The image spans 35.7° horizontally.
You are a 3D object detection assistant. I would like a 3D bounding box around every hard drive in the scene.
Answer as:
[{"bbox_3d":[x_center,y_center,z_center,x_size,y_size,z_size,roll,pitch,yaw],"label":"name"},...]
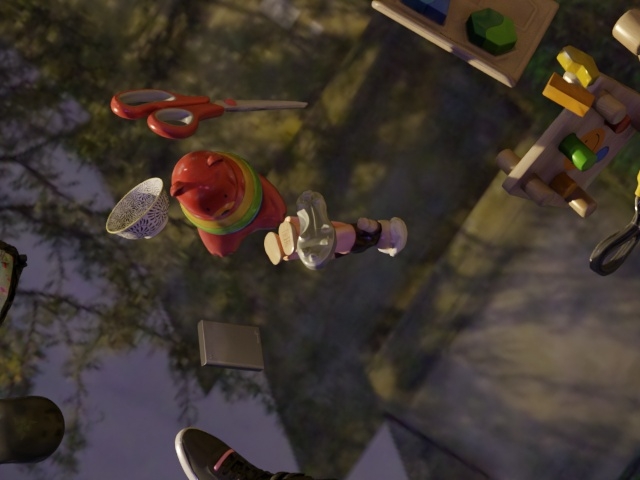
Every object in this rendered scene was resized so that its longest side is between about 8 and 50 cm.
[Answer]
[{"bbox_3d":[-0.180,0.214,2.002,0.135,0.022,0.094,11,-124,-34],"label":"hard drive"}]

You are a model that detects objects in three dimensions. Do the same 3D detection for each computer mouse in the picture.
[{"bbox_3d":[-0.580,0.346,1.733,0.072,0.272,0.188,40,-143,-68],"label":"computer mouse"}]

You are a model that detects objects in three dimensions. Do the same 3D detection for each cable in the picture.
[{"bbox_3d":[0.636,-0.054,1.968,0.139,0.287,0.072,21,-162,-37],"label":"cable"}]

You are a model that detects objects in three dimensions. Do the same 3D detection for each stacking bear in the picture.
[{"bbox_3d":[-0.185,-0.086,1.787,0.164,0.175,0.289,60,-177,10],"label":"stacking bear"}]

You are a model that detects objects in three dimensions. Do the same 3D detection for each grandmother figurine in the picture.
[{"bbox_3d":[0.058,-0.008,2.240,0.342,0.104,0.208,-3,169,-34],"label":"grandmother figurine"}]

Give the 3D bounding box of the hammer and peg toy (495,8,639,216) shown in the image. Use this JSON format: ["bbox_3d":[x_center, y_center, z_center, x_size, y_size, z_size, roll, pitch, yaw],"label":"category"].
[{"bbox_3d":[0.495,-0.206,1.734,0.266,0.361,0.127,8,-144,-52],"label":"hammer and peg toy"}]

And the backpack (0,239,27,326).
[{"bbox_3d":[-0.562,0.096,1.612,0.115,0.152,0.182,26,-149,-22],"label":"backpack"}]

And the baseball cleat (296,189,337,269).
[{"bbox_3d":[0.000,0.000,1.741,0.206,0.072,0.109,-92,-13,-50],"label":"baseball cleat"}]

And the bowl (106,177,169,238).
[{"bbox_3d":[-0.407,-0.057,2.301,0.080,0.170,0.170,49,180,-29],"label":"bowl"}]

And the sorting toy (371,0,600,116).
[{"bbox_3d":[0.242,-0.294,1.313,0.307,0.041,0.229,31,-132,3],"label":"sorting toy"}]

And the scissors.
[{"bbox_3d":[-0.137,-0.178,1.272,0.109,0.021,0.297,30,-150,25],"label":"scissors"}]

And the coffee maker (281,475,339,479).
[{"bbox_3d":[-0.063,0.383,1.279,0.171,0.178,0.120,25,-140,-19],"label":"coffee maker"}]

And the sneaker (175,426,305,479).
[{"bbox_3d":[-0.103,0.393,1.632,0.296,0.147,0.104,44,-139,3],"label":"sneaker"}]
